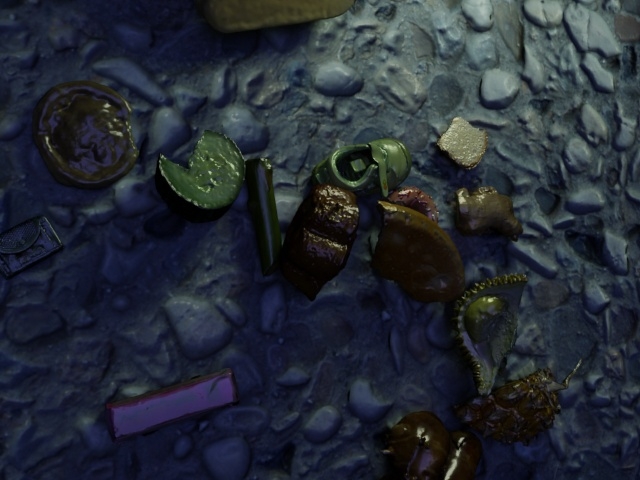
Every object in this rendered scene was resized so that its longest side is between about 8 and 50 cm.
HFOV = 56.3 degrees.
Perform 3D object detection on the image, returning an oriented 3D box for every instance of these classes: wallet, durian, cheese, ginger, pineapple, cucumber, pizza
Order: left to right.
[{"bbox_3d":[-0.603,0.011,1.217,0.129,0.026,0.088,-33,96,-20],"label":"wallet"},{"bbox_3d":[-0.253,-0.134,1.304,0.191,0.130,0.191,4,80,-22],"label":"cucumber"},{"bbox_3d":[-0.070,-0.623,1.365,0.383,0.104,0.384,-17,133,-19],"label":"cheese"},{"bbox_3d":[0.206,0.578,1.353,0.254,0.176,0.418,36,65,-14],"label":"ginger"},{"bbox_3d":[0.231,0.041,1.442,0.182,0.074,0.365,-43,117,16],"label":"pizza"},{"bbox_3d":[0.412,0.222,1.456,0.172,0.166,0.306,22,83,-47],"label":"durian"},{"bbox_3d":[0.444,-0.073,1.563,0.213,0.074,0.138,6,91,-14],"label":"ginger"},{"bbox_3d":[0.514,0.408,1.467,0.334,0.158,0.161,-7,62,-29],"label":"pineapple"}]

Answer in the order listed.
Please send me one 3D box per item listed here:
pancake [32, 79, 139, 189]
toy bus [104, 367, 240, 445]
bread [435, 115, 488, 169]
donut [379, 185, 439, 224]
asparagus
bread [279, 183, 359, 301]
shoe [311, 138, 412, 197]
[{"bbox_3d":[-0.496,-0.227,1.272,0.222,0.042,0.236,12,81,-19],"label":"pancake"},{"bbox_3d":[-0.301,0.342,1.244,0.273,0.112,0.090,-14,81,-20],"label":"toy bus"},{"bbox_3d":[0.372,-0.255,1.576,0.126,0.044,0.129,35,77,-5],"label":"bread"},{"bbox_3d":[0.240,-0.077,1.497,0.166,0.065,0.117,44,73,-11],"label":"donut"},{"bbox_3d":[-0.126,-0.056,1.371,0.067,0.060,0.278,-10,88,-30],"label":"asparagus"},{"bbox_3d":[0.007,-0.011,1.320,0.135,0.232,0.247,27,45,-14],"label":"bread"},{"bbox_3d":[0.109,-0.165,1.436,0.262,0.128,0.140,-16,95,-15],"label":"shoe"}]
